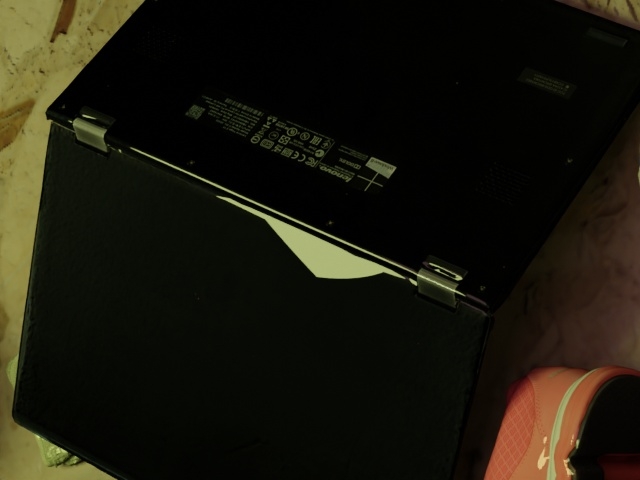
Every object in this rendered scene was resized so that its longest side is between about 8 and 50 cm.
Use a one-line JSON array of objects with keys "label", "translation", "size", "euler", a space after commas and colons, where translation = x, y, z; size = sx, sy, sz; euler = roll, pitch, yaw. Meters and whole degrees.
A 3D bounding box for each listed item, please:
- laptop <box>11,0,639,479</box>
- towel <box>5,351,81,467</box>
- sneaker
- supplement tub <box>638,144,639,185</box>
[{"label": "laptop", "translation": [0.000, 0.000, 1.349], "size": [0.382, 0.236, 0.408], "euler": [24, 62, 25]}, {"label": "towel", "translation": [-0.184, 0.104, 1.437], "size": [0.148, 0.027, 0.110], "euler": [-38, 67, 16]}, {"label": "sneaker", "translation": [0.161, 0.233, 1.212], "size": [0.136, 0.116, 0.314], "euler": [13, 95, 60]}, {"label": "supplement tub", "translation": [0.284, -0.120, 1.174], "size": [0.144, 0.144, 0.199], "euler": [-1, 80, 27]}]
